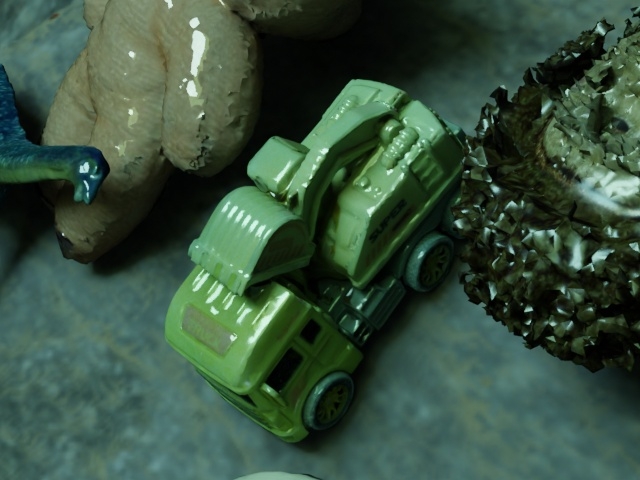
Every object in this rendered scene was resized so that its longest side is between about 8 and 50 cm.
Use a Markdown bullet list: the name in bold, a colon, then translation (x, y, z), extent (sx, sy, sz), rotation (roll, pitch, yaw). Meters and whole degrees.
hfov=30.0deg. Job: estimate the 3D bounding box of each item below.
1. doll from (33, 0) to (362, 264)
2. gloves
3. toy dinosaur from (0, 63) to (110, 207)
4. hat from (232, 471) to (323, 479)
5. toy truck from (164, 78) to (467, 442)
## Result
- **doll**: translation (-0.062, -0.119, 0.719), extent (0.303, 0.156, 0.201), rotation (-56, 48, 25)
- **gloves**: translation (0.203, -0.051, 0.534), extent (0.312, 0.135, 0.210), rotation (-29, 55, 10)
- **toy dinosaur**: translation (-0.233, -0.067, 0.769), extent (0.147, 0.076, 0.363), rotation (-46, 38, 3)
- **hat**: translation (-0.057, 0.195, 0.507), extent (0.232, 0.161, 0.275), rotation (0, 29, 23)
- **toy truck**: translation (0.000, 0.000, 0.617), extent (0.085, 0.116, 0.191), rotation (32, 81, 36)
